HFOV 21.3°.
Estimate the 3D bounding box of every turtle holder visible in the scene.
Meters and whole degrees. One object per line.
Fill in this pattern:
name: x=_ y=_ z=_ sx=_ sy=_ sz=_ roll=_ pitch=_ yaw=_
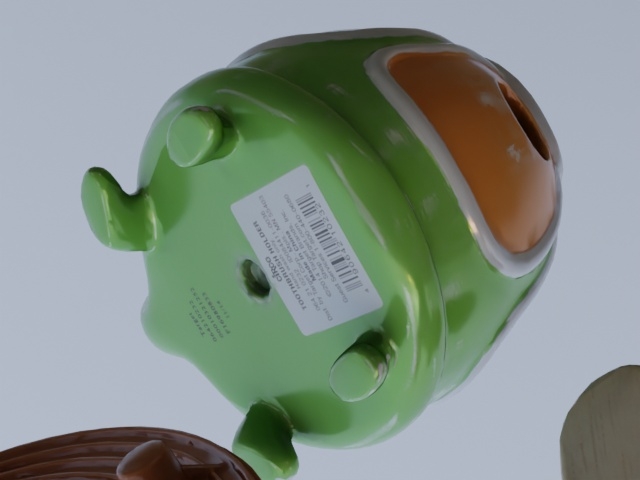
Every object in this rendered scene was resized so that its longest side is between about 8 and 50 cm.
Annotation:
turtle holder: x=0.014 y=0.008 z=1.039 sx=0.227 sy=0.320 sz=0.243 roll=-31 pitch=-117 yaw=-34

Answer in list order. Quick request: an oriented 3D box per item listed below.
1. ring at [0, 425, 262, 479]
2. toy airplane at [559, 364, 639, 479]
ring: x=-0.168 y=0.161 z=0.574 sx=0.336 sy=0.032 sz=0.336 roll=-25 pitch=-159 yaw=10
toy airplane: x=0.201 y=0.287 z=0.801 sx=0.272 sy=0.386 sz=0.384 roll=16 pitch=-176 yaw=-34
